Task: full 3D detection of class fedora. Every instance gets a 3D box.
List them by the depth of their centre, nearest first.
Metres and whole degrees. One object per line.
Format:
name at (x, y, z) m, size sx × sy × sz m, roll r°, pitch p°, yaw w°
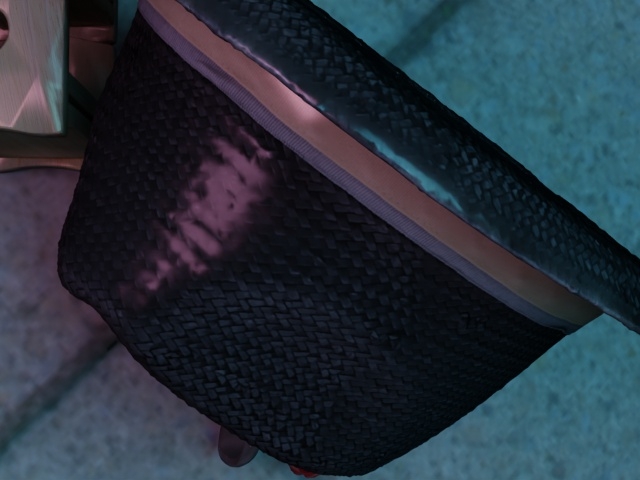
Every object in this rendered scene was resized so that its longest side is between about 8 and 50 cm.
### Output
fedora at (0.000, 0.000, 0.623) m, size 0.334 × 0.334 × 0.152 m, roll 34°, pitch 98°, yaw -22°

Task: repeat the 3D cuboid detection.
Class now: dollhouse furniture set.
dollhouse furniture set at (-0.190, -0.101, 0.656) m, size 0.183 × 0.129 × 0.129 m, roll 0°, pitch 85°, yaw 2°

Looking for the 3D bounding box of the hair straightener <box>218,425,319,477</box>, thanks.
hair straightener at (-0.029, 0.001, 0.755) m, size 0.089 × 0.047 × 0.230 m, roll 10°, pitch 82°, yaw -27°
